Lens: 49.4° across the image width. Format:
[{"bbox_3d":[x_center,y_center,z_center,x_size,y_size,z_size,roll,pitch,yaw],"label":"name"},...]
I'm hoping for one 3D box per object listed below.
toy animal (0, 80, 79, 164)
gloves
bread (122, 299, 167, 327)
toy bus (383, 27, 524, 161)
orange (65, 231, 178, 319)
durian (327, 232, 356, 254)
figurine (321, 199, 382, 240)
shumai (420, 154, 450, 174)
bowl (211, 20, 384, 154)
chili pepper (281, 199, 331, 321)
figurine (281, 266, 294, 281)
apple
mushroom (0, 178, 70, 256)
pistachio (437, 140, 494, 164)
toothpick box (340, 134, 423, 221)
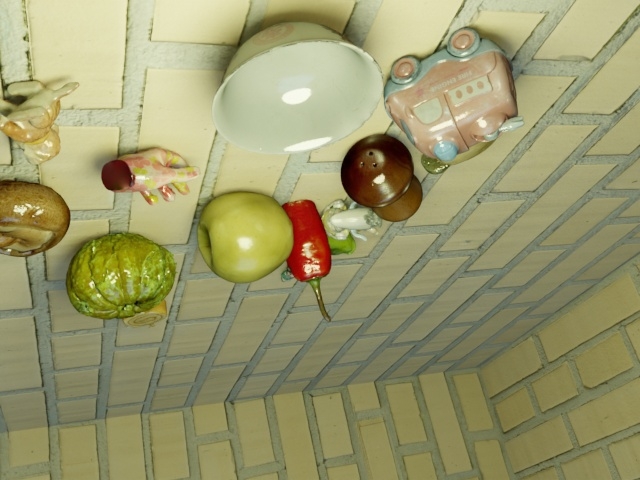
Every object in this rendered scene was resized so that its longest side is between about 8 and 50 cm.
[{"bbox_3d":[-0.550,-0.235,1.407,0.183,0.104,0.185,-18,150,-7],"label":"toy animal"},{"bbox_3d":[-0.386,-0.158,1.626,0.145,0.126,0.241,-36,175,29],"label":"gloves"},{"bbox_3d":[-0.600,0.246,2.359,0.149,0.073,0.122,-21,151,14],"label":"bread"},{"bbox_3d":[0.298,-0.299,1.542,0.294,0.232,0.197,-23,153,16],"label":"toy bus"},{"bbox_3d":[-0.546,0.090,1.916,0.301,0.223,0.300,-15,165,-5],"label":"orange"},{"bbox_3d":[0.000,0.000,2.135,0.250,0.101,0.139,4,149,-33],"label":"durian"},{"bbox_3d":[0.100,-0.061,2.032,0.183,0.129,0.208,-2,-179,39],"label":"figurine"},{"bbox_3d":[0.326,-0.210,1.917,0.083,0.082,0.080,2,162,24],"label":"shumai"},{"bbox_3d":[-0.058,-0.330,1.389,0.345,0.157,0.346,-11,153,-6],"label":"bowl"},{"bbox_3d":[-0.032,0.052,1.956,0.134,0.339,0.131,1,153,-34],"label":"chili pepper"},{"bbox_3d":[-0.096,0.110,2.368,0.059,0.047,0.106,16,148,-20],"label":"figurine"},{"bbox_3d":[-0.205,-0.013,1.862,0.262,0.263,0.262,-11,154,-6],"label":"apple"},{"bbox_3d":[-0.709,-0.053,1.620,0.253,0.154,0.253,-7,161,-2],"label":"mushroom"},{"bbox_3d":[0.366,-0.275,1.755,0.206,0.131,0.129,-35,-169,44],"label":"pistachio"},{"bbox_3d":[0.170,-0.155,1.831,0.192,0.192,0.294,-21,160,14],"label":"toothpick box"}]
